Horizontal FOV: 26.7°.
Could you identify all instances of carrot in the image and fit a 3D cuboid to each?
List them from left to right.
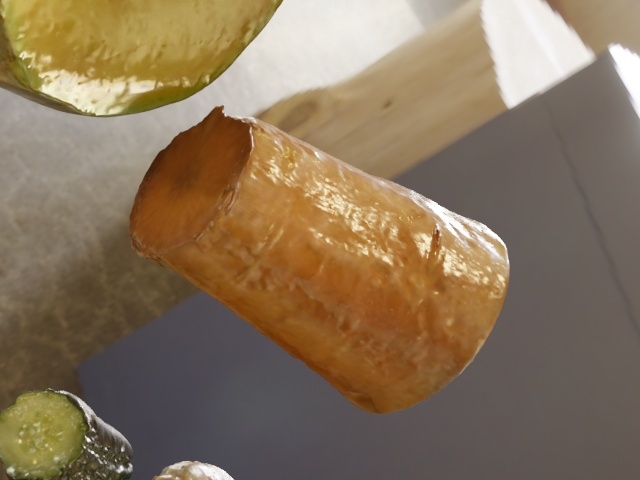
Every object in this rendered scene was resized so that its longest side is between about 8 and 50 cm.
[{"bbox_3d":[0.000,0.000,1.079,0.254,0.196,0.196,36,37,-28],"label":"carrot"}]

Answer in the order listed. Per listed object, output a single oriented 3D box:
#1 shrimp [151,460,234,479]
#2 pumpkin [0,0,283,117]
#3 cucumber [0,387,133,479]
[{"bbox_3d":[-0.078,0.311,1.294,0.287,0.063,0.152,44,40,-40],"label":"shrimp"},{"bbox_3d":[-0.152,-0.243,0.950,0.199,0.332,0.332,30,18,28],"label":"pumpkin"},{"bbox_3d":[-0.193,0.168,1.041,0.265,0.077,0.077,85,-16,-72],"label":"cucumber"}]
